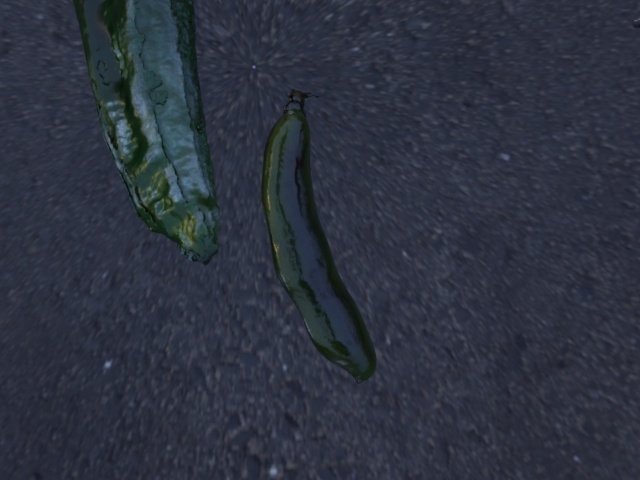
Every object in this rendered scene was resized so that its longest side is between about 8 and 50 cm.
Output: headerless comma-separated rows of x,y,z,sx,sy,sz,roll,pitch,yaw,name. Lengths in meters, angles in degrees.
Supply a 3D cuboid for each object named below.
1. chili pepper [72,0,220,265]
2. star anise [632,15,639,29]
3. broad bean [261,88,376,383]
-0.088,-0.091,0.686,0.088,0.059,0.226,-35,63,38,chili pepper
0.286,-0.170,0.840,0.065,0.182,0.195,34,104,-11,star anise
-0.005,0.000,0.938,0.069,0.039,0.226,-13,95,-31,broad bean
